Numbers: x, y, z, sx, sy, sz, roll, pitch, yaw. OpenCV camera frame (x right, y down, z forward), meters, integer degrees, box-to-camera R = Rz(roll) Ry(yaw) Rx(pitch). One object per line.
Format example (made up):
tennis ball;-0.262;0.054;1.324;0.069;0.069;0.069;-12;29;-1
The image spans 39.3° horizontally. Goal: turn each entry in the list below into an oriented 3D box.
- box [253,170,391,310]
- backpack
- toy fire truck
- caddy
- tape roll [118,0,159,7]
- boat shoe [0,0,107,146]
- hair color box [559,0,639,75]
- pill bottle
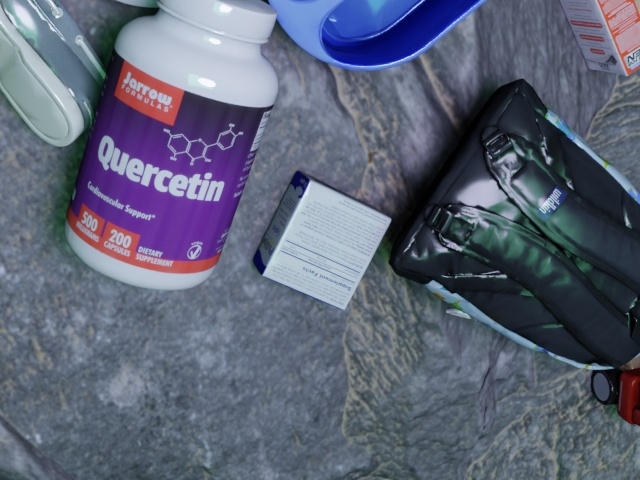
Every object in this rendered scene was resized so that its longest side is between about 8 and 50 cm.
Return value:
box;0.000;0.000;1.155;0.126;0.072;0.137;25;97;-22
backpack;0.301;0.009;1.172;0.356;0.273;0.290;32;92;-1
toy fire truck;0.523;0.173;1.269;0.159;0.246;0.216;-5;107;-15
caddy;0.086;-0.349;1.005;0.341;0.179;0.241;-40;113;5
tape roll;-0.176;-0.360;0.946;0.219;0.072;0.219;-8;137;-7
boat shoe;-0.337;-0.260;0.980;0.099;0.116;0.319;-45;113;-41
hair color box;0.362;-0.301;1.165;0.053;0.093;0.167;-33;113;-5
pill bottle;-0.159;-0.118;0.988;0.182;0.181;0.322;13;112;-20
